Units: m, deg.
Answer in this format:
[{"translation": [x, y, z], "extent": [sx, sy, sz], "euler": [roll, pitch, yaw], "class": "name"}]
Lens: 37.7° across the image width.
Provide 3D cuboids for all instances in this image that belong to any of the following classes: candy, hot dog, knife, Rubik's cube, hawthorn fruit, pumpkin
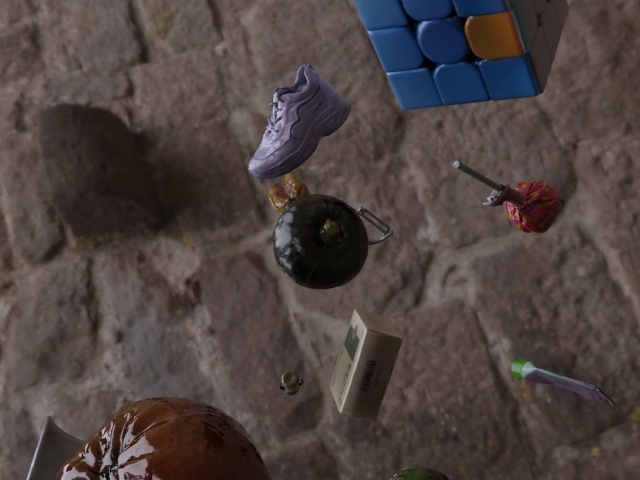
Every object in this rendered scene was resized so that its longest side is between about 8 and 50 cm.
[{"translation": [0.394, -0.106, 2.003], "extent": [0.365, 0.124, 0.124], "euler": [21, -138, -46], "class": "candy"}, {"translation": [-0.075, -0.110, 2.290], "extent": [0.068, 0.100, 0.249], "euler": [45, -176, -16], "class": "hot dog"}, {"translation": [0.026, 0.001, 2.156], "extent": [0.123, 0.278, 0.053], "euler": [40, -131, -26], "class": "knife"}, {"translation": [0.272, -0.451, 1.757], "extent": [0.290, 0.291, 0.291], "euler": [60, -139, -36], "class": "Rubik's cube"}, {"translation": [-0.226, 0.468, 1.505], "extent": [0.403, 0.403, 0.403], "euler": [164, 90, -88], "class": "hawthorn fruit"}, {"translation": [-0.001, 0.001, 1.592], "extent": [0.125, 0.167, 0.167], "euler": [66, -173, -75], "class": "pumpkin"}]

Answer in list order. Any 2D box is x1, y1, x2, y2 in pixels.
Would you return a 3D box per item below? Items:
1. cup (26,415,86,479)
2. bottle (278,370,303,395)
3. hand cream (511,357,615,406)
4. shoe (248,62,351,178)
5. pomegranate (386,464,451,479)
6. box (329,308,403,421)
[{"translation": [-0.617, 0.601, 2.201], "extent": [0.347, 0.163, 0.347], "euler": [-162, 90, -76], "class": "cup"}, {"translation": [-0.079, 0.383, 2.496], "extent": [0.101, 0.063, 0.047], "euler": [85, -161, -64], "class": "bottle"}, {"translation": [0.570, 0.335, 2.227], "extent": [0.275, 0.079, 0.050], "euler": [12, 94, 53], "class": "hand cream"}, {"translation": [-0.061, -0.232, 1.842], "extent": [0.137, 0.245, 0.095], "euler": [51, 168, -22], "class": "shoe"}, {"translation": [0.201, 0.554, 1.824], "extent": [0.224, 0.181, 0.181], "euler": [60, 177, 5], "class": "pomegranate"}, {"translation": [0.104, 0.288, 2.180], "extent": [0.168, 0.095, 0.212], "euler": [-127, 53, -74], "class": "box"}]
